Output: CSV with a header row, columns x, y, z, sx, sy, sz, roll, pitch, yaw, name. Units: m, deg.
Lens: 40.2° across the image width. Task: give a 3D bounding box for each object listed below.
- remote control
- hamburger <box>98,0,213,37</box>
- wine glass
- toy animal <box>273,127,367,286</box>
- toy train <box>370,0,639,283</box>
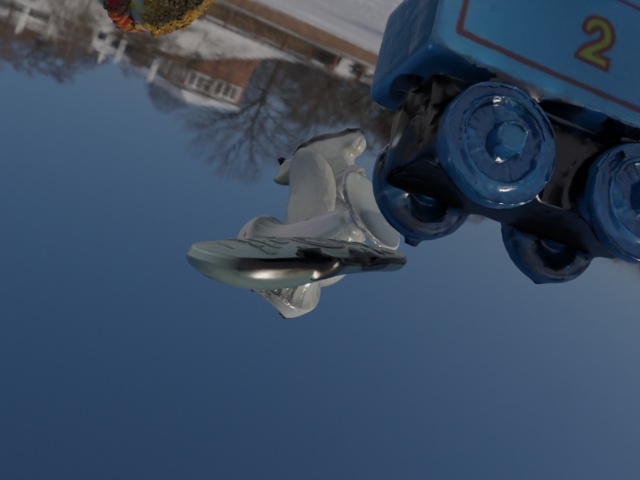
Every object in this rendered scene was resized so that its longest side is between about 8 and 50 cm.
x,y,z,sx,sy,sz,roll,pitch,yaw,name
-0.016,0.021,0.853,0.256,0.045,0.097,-2,-167,-39,remote control
-0.192,-0.401,1.132,0.179,0.294,0.276,33,157,6,hamburger
0.000,0.000,1.260,0.165,0.196,0.165,44,-153,-29,wine glass
-0.001,-0.063,1.610,0.174,0.249,0.289,0,-149,-1,toy animal
0.205,-0.110,0.792,0.300,0.265,0.188,18,164,-15,toy train
